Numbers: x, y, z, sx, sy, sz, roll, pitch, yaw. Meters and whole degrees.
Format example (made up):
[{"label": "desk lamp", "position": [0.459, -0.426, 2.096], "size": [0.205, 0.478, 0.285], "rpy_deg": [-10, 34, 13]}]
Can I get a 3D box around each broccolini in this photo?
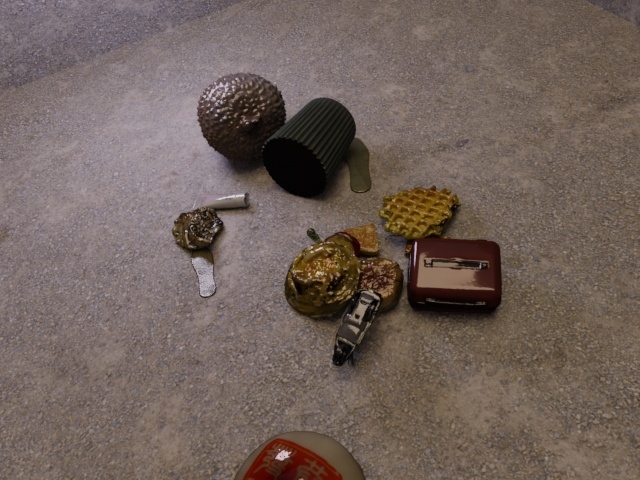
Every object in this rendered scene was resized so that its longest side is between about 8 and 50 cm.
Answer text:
[{"label": "broccolini", "position": [0.000, 0.000, 2.026], "size": [0.140, 0.030, 0.035], "rpy_deg": [41, 31, 29]}]

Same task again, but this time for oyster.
[{"label": "oyster", "position": [-0.496, -0.055, 2.117], "size": [0.223, 0.083, 0.214], "rpy_deg": [-2, 46, 18]}]

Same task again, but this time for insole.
[{"label": "insole", "position": [-0.434, 0.111, 2.016], "size": [0.086, 0.005, 0.253], "rpy_deg": [-18, 51, -5]}, {"label": "insole", "position": [0.153, -0.326, 2.273], "size": [0.119, 0.009, 0.348], "rpy_deg": [-7, 50, 3]}]

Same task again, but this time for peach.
[{"label": "peach", "position": [0.065, 0.043, 1.917], "size": [0.172, 0.092, 0.127], "rpy_deg": [-40, 78, 21]}]

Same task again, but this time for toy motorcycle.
[{"label": "toy motorcycle", "position": [0.109, 0.267, 1.654], "size": [0.091, 0.157, 0.263], "rpy_deg": [23, 78, 18]}]

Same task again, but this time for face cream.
[{"label": "face cream", "position": [-0.409, -0.161, 2.206], "size": [0.244, 0.058, 0.092], "rpy_deg": [-3, 45, 14]}]

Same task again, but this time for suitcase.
[{"label": "suitcase", "position": [0.433, 0.115, 1.755], "size": [0.297, 0.161, 0.236], "rpy_deg": [2, 60, 9]}]

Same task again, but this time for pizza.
[{"label": "pizza", "position": [0.162, -0.002, 1.981], "size": [0.134, 0.046, 0.175], "rpy_deg": [-39, 55, -20]}]

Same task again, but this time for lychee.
[{"label": "lychee", "position": [-0.333, -0.529, 2.301], "size": [0.381, 0.380, 0.432], "rpy_deg": [-23, 25, -9]}]

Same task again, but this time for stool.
[{"label": "stool", "position": [-0.032, -0.390, 2.182], "size": [0.297, 0.297, 0.330], "rpy_deg": [17, 52, 22]}]

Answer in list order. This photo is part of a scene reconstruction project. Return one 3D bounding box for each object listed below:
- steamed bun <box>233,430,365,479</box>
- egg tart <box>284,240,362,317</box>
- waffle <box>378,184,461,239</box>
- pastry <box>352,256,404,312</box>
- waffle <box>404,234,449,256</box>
[{"label": "steamed bun", "position": [-0.060, 0.660, 1.355], "size": [0.375, 0.241, 0.374], "rpy_deg": [-6, 53, 7]}, {"label": "egg tart", "position": [-0.005, 0.120, 1.803], "size": [0.297, 0.132, 0.297], "rpy_deg": [-13, 61, 25]}, {"label": "waffle", "position": [0.369, -0.104, 1.990], "size": [0.307, 0.060, 0.311], "rpy_deg": [-5, 40, 5]}, {"label": "pastry", "position": [0.184, 0.149, 1.822], "size": [0.182, 0.093, 0.192], "rpy_deg": [13, 62, 18]}, {"label": "waffle", "position": [0.379, 0.022, 1.926], "size": [0.148, 0.042, 0.102], "rpy_deg": [8, 51, 16]}]
